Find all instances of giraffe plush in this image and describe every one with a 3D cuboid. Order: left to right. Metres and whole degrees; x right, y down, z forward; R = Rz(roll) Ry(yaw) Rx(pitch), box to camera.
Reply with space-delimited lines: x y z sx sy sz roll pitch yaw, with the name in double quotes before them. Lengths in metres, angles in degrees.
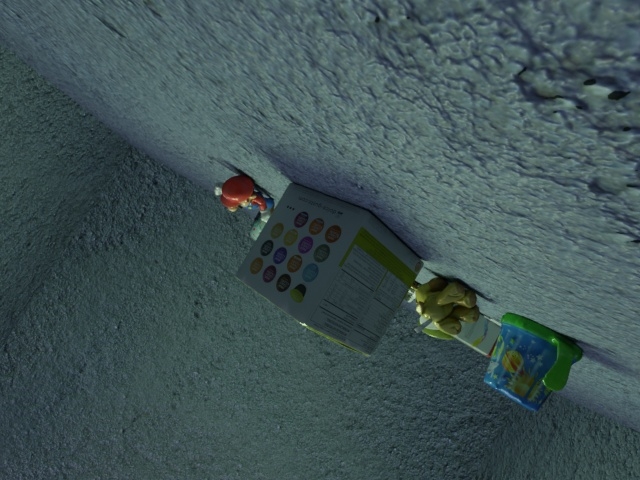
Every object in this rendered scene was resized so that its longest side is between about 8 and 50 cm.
"giraffe plush" 0.371 0.190 1.418 0.171 0.210 0.182 -101 -11 -65

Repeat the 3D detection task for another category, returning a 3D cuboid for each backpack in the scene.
"backpack" -0.281 -0.069 2.385 0.165 0.189 0.144 33 174 -17

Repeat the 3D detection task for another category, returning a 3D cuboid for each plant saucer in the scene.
"plant saucer" 0.586 0.391 2.129 0.240 0.037 0.241 0 -162 0

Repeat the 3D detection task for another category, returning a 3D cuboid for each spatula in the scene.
"spatula" 0.711 0.334 1.602 0.241 0.019 0.168 31 180 8

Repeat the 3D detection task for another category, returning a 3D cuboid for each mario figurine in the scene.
"mario figurine" -0.316 -0.155 1.834 0.197 0.170 0.320 -7 171 16

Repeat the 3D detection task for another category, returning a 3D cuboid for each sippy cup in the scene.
"sippy cup" 0.615 0.371 1.343 0.240 0.224 0.305 26 173 35

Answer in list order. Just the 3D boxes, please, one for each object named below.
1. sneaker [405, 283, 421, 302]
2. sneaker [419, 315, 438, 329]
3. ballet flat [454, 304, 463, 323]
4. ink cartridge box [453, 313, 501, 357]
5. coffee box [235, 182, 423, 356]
"sneaker" 0.383 0.212 1.972 0.106 0.078 0.234 33 171 10
"sneaker" 0.606 0.354 2.010 0.295 0.105 0.147 9 -164 22
"ballet flat" 0.485 0.260 1.691 0.139 0.139 0.400 30 179 7
"ink cartridge box" 0.612 0.358 1.746 0.176 0.128 0.128 30 176 1
"coffee box" 0.028 0.086 1.324 0.337 0.335 0.338 26 173 45
